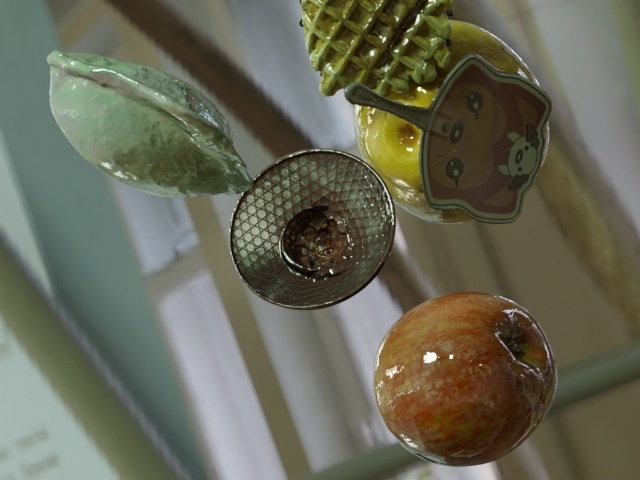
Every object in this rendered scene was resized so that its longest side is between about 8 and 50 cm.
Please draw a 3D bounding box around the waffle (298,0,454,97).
[{"bbox_3d":[0.074,-0.292,2.338,0.208,0.214,0.054,-10,10,6],"label":"waffle"}]

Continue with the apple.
[{"bbox_3d":[0.157,0.147,1.932,0.174,0.188,0.188,-35,-14,37],"label":"apple"}]

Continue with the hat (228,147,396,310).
[{"bbox_3d":[0.000,0.000,2.005,0.193,0.193,0.082,-22,-27,8],"label":"hat"}]

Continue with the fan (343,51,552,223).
[{"bbox_3d":[0.104,-0.090,1.453,0.220,0.132,0.009,18,-3,-37],"label":"fan"}]

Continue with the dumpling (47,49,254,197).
[{"bbox_3d":[-0.143,-0.110,1.604,0.149,0.217,0.105,-33,32,39],"label":"dumpling"}]

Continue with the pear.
[{"bbox_3d":[0.197,-0.174,2.506,0.285,0.285,0.336,-27,14,44],"label":"pear"}]
